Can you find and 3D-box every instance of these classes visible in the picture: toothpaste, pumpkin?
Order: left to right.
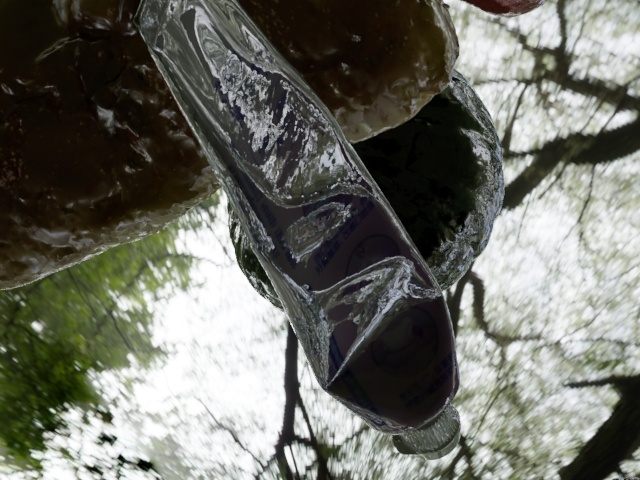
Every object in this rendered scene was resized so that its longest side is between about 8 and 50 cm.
[{"bbox_3d":[0.000,0.000,0.533,0.048,0.301,0.075,5,-129,34],"label":"toothpaste"},{"bbox_3d":[0.039,-0.040,1.077,0.249,0.216,0.250,-12,-125,17],"label":"pumpkin"}]

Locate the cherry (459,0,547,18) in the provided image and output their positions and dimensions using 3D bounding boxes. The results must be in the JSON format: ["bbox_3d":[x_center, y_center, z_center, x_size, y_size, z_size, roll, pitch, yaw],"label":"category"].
[{"bbox_3d":[0.130,-0.229,0.961,0.126,0.087,0.106,27,-65,6],"label":"cherry"}]

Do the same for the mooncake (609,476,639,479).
[{"bbox_3d":[0.099,0.259,0.637,0.057,0.150,0.347,37,-144,4],"label":"mooncake"}]

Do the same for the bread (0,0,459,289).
[{"bbox_3d":[-0.109,-0.103,0.787,0.380,0.109,0.185,-23,-79,18],"label":"bread"}]
